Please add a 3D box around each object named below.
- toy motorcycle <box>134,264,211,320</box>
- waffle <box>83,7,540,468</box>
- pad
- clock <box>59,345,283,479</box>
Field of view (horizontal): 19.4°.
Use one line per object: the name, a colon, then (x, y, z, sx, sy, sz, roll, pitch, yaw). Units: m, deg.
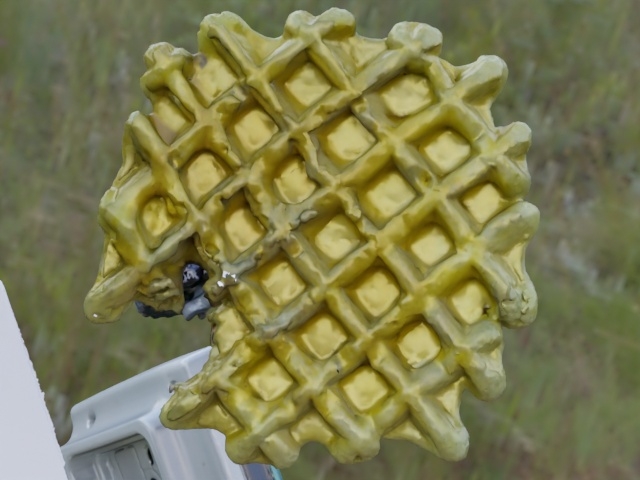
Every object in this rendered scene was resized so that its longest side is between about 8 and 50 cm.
toy motorcycle: (-0.018, 0.013, 1.527, 0.270, 0.159, 0.106, -4, 61, -38)
waffle: (0.000, 0.000, 1.052, 0.250, 0.261, 0.056, 9, -5, 3)
pad: (-0.277, 0.160, 1.441, 0.156, 0.232, 0.004, -20, 6, -27)
clock: (-0.132, 0.249, 1.759, 0.116, 0.262, 0.231, -19, -3, -35)
